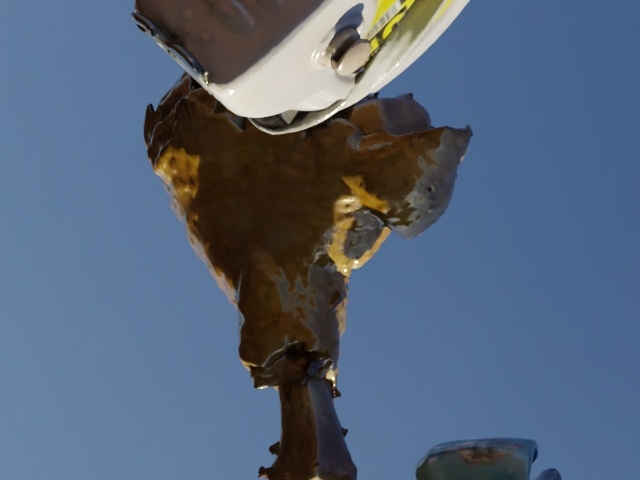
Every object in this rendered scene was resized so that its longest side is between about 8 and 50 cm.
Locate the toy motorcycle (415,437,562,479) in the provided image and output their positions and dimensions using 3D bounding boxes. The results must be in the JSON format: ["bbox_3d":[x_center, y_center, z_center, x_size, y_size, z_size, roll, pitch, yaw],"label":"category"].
[{"bbox_3d":[0.182,0.305,1.316,0.232,0.416,0.172,-51,-176,29],"label":"toy motorcycle"}]

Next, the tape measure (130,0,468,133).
[{"bbox_3d":[0.019,-0.159,0.936,0.236,0.197,0.120,-44,-108,-3],"label":"tape measure"}]

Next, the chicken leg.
[{"bbox_3d":[0.000,0.000,1.363,0.295,0.182,0.409,-18,-115,22],"label":"chicken leg"}]
